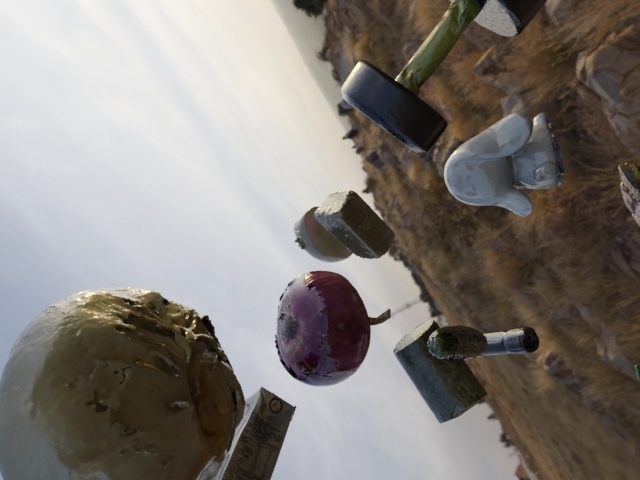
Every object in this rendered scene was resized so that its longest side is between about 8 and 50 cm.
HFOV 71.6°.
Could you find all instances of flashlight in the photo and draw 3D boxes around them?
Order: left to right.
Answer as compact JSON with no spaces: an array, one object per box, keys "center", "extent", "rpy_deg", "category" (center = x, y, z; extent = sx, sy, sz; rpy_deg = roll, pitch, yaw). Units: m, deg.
[{"center":[0.577,0.366,1.564],"extent":[0.103,0.103,0.424],"rpy_deg":[59,152,2],"category":"flashlight"}]

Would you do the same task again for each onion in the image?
[{"center":[0.014,0.283,1.400],"extent":[0.345,0.358,0.358],"rpy_deg":[35,-157,-37],"category":"onion"}]

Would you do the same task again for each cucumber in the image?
[{"center":[0.290,0.219,0.954],"extent":[0.241,0.074,0.075],"rpy_deg":[16,-139,-52],"category":"cucumber"}]

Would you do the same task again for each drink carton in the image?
[{"center":[-0.207,0.579,1.169],"extent":[0.132,0.194,0.325],"rpy_deg":[36,-140,-9],"category":"drink carton"}]

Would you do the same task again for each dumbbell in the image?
[{"center":[0.204,-0.336,0.777],"extent":[0.203,0.323,0.204],"rpy_deg":[32,-161,-13],"category":"dumbbell"}]

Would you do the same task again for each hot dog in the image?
[{"center":[0.839,-0.116,1.132],"extent":[0.261,0.093,0.123],"rpy_deg":[43,-163,-39],"category":"hot dog"}]

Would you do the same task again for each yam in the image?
[{"center":[0.327,0.365,1.230],"extent":[0.268,0.161,0.161],"rpy_deg":[57,-171,14],"category":"yam"}]

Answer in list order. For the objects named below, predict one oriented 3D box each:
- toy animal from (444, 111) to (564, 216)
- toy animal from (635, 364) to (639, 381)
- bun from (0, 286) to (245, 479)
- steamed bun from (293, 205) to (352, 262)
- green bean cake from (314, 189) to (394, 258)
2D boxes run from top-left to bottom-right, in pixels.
[{"center":[0.476,-0.176,1.132],"extent":[0.249,0.289,0.174],"rpy_deg":[52,-152,-12],"category":"toy animal"},{"center":[0.858,0.425,1.124],"extent":[0.217,0.041,0.075],"rpy_deg":[-89,-14,-55],"category":"toy animal"},{"center":[-0.181,0.166,0.479],"extent":[0.287,0.146,0.287],"rpy_deg":[55,-161,-30],"category":"bun"},{"center":[0.000,0.000,1.637],"extent":[0.239,0.153,0.170],"rpy_deg":[47,158,-10],"category":"steamed bun"},{"center":[0.083,-0.036,1.070],"extent":[0.179,0.085,0.109],"rpy_deg":[44,159,-28],"category":"green bean cake"}]
